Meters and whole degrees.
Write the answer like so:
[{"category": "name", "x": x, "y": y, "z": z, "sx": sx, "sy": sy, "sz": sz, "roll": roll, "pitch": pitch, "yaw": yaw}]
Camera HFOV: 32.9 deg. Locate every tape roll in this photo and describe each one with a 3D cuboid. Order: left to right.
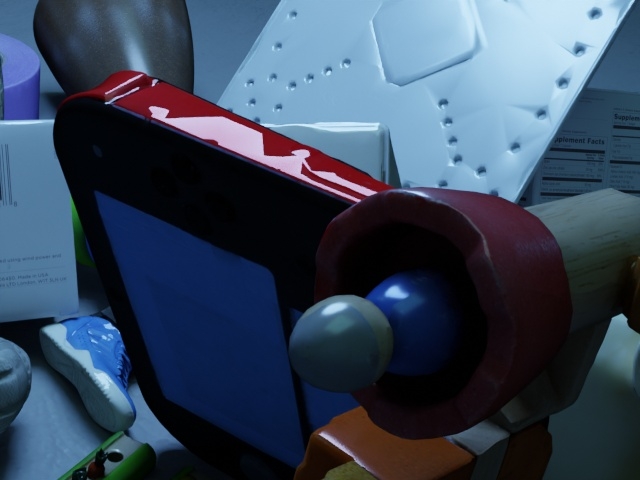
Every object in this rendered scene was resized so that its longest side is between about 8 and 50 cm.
[{"category": "tape roll", "x": -0.503, "y": -0.198, "z": 1.396, "sx": 0.275, "sy": 0.090, "sz": 0.274, "roll": 7, "pitch": 28, "yaw": -4}]

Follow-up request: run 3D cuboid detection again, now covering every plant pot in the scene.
[{"category": "plant pot", "x": -0.253, "y": -0.228, "z": 1.438, "sx": 0.215, "sy": 0.215, "sz": 0.230, "roll": -4, "pitch": 45, "yaw": -24}]

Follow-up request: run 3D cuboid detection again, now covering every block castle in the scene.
[{"category": "block castle", "x": 0.089, "y": 0.222, "z": 0.404, "sx": 0.303, "sy": 0.453, "sz": 0.213, "roll": 31, "pitch": 28, "yaw": 35}]

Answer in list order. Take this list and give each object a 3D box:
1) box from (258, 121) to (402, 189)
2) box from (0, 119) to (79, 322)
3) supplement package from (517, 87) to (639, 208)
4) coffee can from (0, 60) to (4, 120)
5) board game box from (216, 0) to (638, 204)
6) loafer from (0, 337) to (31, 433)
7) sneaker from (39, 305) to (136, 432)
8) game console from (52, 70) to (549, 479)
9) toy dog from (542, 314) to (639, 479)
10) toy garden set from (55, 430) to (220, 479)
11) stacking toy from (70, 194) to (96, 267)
[{"category": "box", "x": 0.000, "y": 0.000, "z": 0.947, "sx": 0.148, "sy": 0.121, "sz": 0.311, "roll": 0, "pitch": -12, "yaw": 9}, {"category": "box", "x": -0.325, "y": -0.016, "z": 0.978, "sx": 0.181, "sy": 0.181, "sz": 0.119, "roll": -6, "pitch": 7, "yaw": -25}, {"category": "supplement package", "x": 0.252, "y": -0.114, "z": 1.310, "sx": 0.204, "sy": 0.145, "sz": 0.262, "roll": 0, "pitch": 9, "yaw": -30}, {"category": "coffee can", "x": -0.500, "y": -0.173, "z": 1.154, "sx": 0.276, "sy": 0.201, "sz": 0.201, "roll": -4, "pitch": 29, "yaw": -3}, {"category": "board game box", "x": 0.122, "y": -0.219, "z": 1.191, "sx": 0.390, "sy": 0.390, "sz": 0.050, "roll": 28, "pitch": -6, "yaw": 32}, {"category": "loafer", "x": -0.389, "y": 0.109, "z": 0.847, "sx": 0.320, "sy": 0.112, "sz": 0.111, "roll": 5, "pitch": 8, "yaw": -5}, {"category": "sneaker", "x": -0.179, "y": 0.107, "z": 0.953, "sx": 0.085, "sy": 0.058, "sz": 0.152, "roll": -20, "pitch": 32, "yaw": -30}, {"category": "game console", "x": -0.011, "y": 0.085, "z": 0.716, "sx": 0.342, "sy": 0.386, "sz": 0.060, "roll": 28, "pitch": 56, "yaw": 29}, {"category": "toy dog", "x": 0.281, "y": 0.114, "z": 0.887, "sx": 0.395, "sy": 0.284, "sz": 0.408, "roll": 21, "pitch": 24, "yaw": 27}, {"category": "toy garden set", "x": -0.109, "y": 0.226, "z": 0.759, "sx": 0.244, "sy": 0.049, "sz": 0.204, "roll": 21, "pitch": 30, "yaw": 21}, {"category": "stacking toy", "x": -0.224, "y": -0.030, "z": 1.106, "sx": 0.330, "sy": 0.141, "sz": 0.141, "roll": 14, "pitch": 26, "yaw": 30}]
